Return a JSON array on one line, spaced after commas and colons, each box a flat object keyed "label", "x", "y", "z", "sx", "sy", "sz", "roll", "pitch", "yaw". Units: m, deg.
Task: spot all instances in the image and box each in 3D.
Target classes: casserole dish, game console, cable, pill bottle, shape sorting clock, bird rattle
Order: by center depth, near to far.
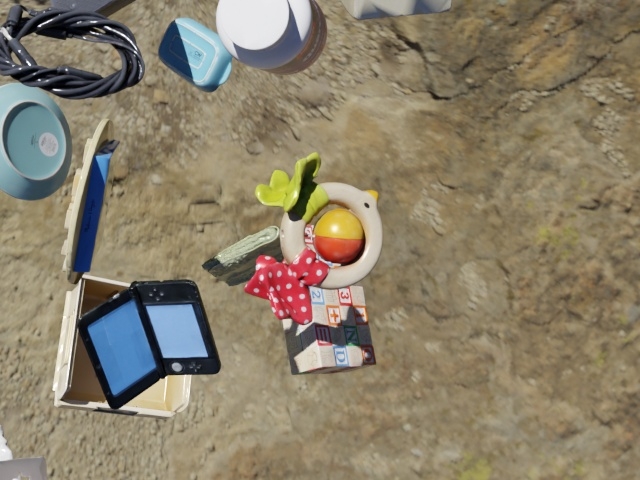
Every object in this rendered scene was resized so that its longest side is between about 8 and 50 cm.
[{"label": "game console", "x": -0.173, "y": 0.109, "z": 0.856, "sx": 0.107, "sy": 0.071, "sz": 0.122, "roll": -3, "pitch": 121, "yaw": 14}, {"label": "shape sorting clock", "x": -0.283, "y": -0.048, "z": 1.015, "sx": 0.040, "sy": 0.206, "sz": 0.206, "roll": 11, "pitch": 106, "yaw": -11}, {"label": "cable", "x": -0.311, "y": -0.234, "z": 1.031, "sx": 0.185, "sy": 0.150, "sz": 0.047, "roll": 18, "pitch": 134, "yaw": -7}, {"label": "bird rattle", "x": 0.000, "y": 0.000, "z": 1.245, "sx": 0.207, "sy": 0.143, "sz": 0.253, "roll": 2, "pitch": 81, "yaw": -19}, {"label": "pill bottle", "x": -0.093, "y": -0.418, "z": 1.606, "sx": 0.182, "sy": 0.323, "sz": 0.181, "roll": 1, "pitch": 99, "yaw": 8}, {"label": "casserole dish", "x": -0.257, "y": -0.374, "z": 1.660, "sx": 0.188, "sy": 0.037, "sz": 0.114, "roll": 36, "pitch": 107, "yaw": 23}]

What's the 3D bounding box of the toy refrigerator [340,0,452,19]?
[{"label": "toy refrigerator", "x": 0.061, "y": -0.319, "z": 0.634, "sx": 0.094, "sy": 0.102, "sz": 0.269, "roll": -9, "pitch": 127, "yaw": -11}]

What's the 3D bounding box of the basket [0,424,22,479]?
[{"label": "basket", "x": -0.692, "y": 0.376, "z": 1.287, "sx": 0.328, "sy": 0.331, "sz": 0.266, "roll": 32, "pitch": 96, "yaw": -42}]

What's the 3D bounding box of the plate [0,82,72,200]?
[{"label": "plate", "x": -0.459, "y": -0.157, "z": 1.314, "sx": 0.024, "sy": 0.188, "sz": 0.188, "roll": -4, "pitch": 113, "yaw": 31}]

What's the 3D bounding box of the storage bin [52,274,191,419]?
[{"label": "storage bin", "x": -0.416, "y": 0.234, "z": 1.774, "sx": 0.262, "sy": 0.123, "sz": 0.260, "roll": 14, "pitch": 66, "yaw": -28}]

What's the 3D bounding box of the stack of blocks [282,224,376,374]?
[{"label": "stack of blocks", "x": 0.006, "y": 0.123, "z": 1.722, "sx": 0.171, "sy": 0.087, "sz": 0.297, "roll": 6, "pitch": 68, "yaw": -47}]

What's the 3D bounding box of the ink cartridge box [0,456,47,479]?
[{"label": "ink cartridge box", "x": -0.192, "y": 0.261, "z": 0.644, "sx": 0.067, "sy": 0.115, "sz": 0.198, "roll": -15, "pitch": 77, "yaw": 0}]

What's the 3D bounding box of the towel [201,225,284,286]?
[{"label": "towel", "x": -0.110, "y": 0.029, "z": 1.359, "sx": 0.148, "sy": 0.027, "sz": 0.110, "roll": -28, "pitch": 153, "yaw": 14}]

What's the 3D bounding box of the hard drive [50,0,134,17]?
[{"label": "hard drive", "x": -0.416, "y": -0.502, "z": 1.489, "sx": 0.172, "sy": 0.054, "sz": 0.254, "roll": -26, "pitch": 68, "yaw": 15}]
